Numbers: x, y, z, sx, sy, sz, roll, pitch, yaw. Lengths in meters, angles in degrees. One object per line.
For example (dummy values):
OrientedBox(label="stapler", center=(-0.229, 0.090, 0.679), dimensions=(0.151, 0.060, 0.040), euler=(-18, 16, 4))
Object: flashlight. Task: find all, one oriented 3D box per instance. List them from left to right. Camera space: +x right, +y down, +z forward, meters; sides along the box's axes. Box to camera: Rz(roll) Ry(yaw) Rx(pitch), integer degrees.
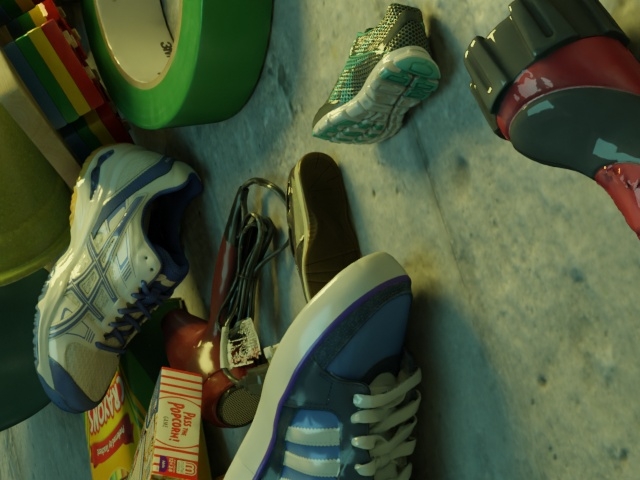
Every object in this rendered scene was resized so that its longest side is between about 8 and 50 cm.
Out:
OrientedBox(label="flashlight", center=(0.193, -0.013, 0.813), dimensions=(0.304, 0.103, 0.103), euler=(64, 146, 29))

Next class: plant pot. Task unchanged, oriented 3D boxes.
OrientedBox(label="plant pot", center=(-0.456, -0.113, 1.713), dimensions=(0.276, 0.276, 0.253), euler=(44, 150, 47))
OrientedBox(label="plant pot", center=(-0.491, 0.145, 1.956), dimensions=(0.293, 0.235, 0.292), euler=(25, 119, 56))

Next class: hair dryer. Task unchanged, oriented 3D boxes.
OrientedBox(label="hair dryer", center=(-0.085, 0.077, 1.403), dimensions=(0.293, 0.080, 0.223), euler=(-28, 58, 54))

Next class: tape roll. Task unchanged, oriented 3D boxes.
OrientedBox(label="tape roll", center=(-0.155, -0.273, 1.389), dimensions=(0.321, 0.077, 0.321), euler=(27, 122, 57))

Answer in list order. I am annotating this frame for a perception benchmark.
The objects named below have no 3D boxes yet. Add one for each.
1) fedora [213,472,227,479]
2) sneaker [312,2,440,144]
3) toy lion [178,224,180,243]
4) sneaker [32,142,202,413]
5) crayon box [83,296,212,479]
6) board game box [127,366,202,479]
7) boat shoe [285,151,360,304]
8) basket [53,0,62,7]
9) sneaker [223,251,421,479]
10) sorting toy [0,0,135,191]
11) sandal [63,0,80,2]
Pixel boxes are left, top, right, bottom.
OrientedBox(label="fedora", center=(-0.043, 0.297, 1.323), dimensions=(0.079, 0.194, 0.194), euler=(-58, -35, -76))
OrientedBox(label="sneaker", center=(0.043, -0.131, 1.107), dimensions=(0.166, 0.065, 0.076), euler=(-36, 51, 55))
OrientedBox(label="toy lion", center=(-0.182, -0.013, 1.568), dimensions=(0.096, 0.034, 0.100), euler=(64, 148, 14))
OrientedBox(label="sneaker", center=(-0.211, 0.045, 1.467), dimensions=(0.131, 0.112, 0.296), euler=(12, 90, 26))
OrientedBox(label="crayon box", center=(-0.198, 0.248, 1.582), dimensions=(0.202, 0.081, 0.318), euler=(-45, 53, 56))
OrientedBox(label="board game box", center=(-0.161, 0.244, 1.346), dimensions=(0.146, 0.045, 0.193), euler=(-92, 19, -53))
OrientedBox(label="boat shoe", center=(0.000, 0.000, 1.222), dimensions=(0.049, 0.056, 0.152), euler=(154, 114, -65))
OrientedBox(label="basket", center=(-0.401, -0.315, 1.753), dimensions=(0.227, 0.154, 0.204), euler=(123, 133, -56))
OrientedBox(label="sneaker", center=(0.056, 0.196, 1.135), dimensions=(0.236, 0.130, 0.322), euler=(41, 122, 25))
OrientedBox(label="sorting toy", center=(-0.308, -0.205, 1.510), dimensions=(0.257, 0.089, 0.255), euler=(59, 178, 26))
OrientedBox(label="sandal", center=(-0.300, -0.412, 1.526), dimensions=(0.086, 0.120, 0.302), euler=(-4, 106, 52))
